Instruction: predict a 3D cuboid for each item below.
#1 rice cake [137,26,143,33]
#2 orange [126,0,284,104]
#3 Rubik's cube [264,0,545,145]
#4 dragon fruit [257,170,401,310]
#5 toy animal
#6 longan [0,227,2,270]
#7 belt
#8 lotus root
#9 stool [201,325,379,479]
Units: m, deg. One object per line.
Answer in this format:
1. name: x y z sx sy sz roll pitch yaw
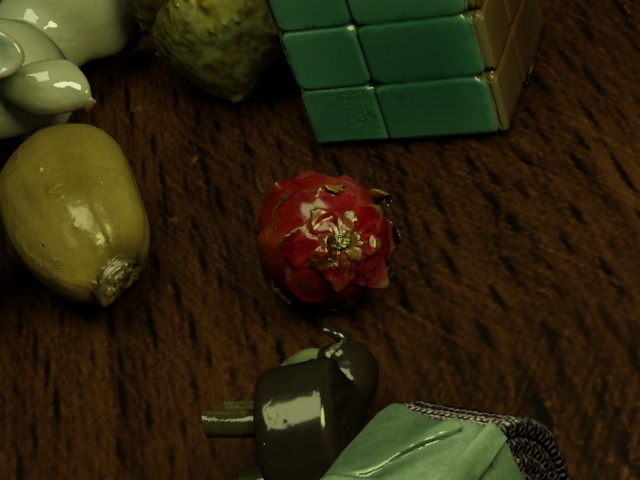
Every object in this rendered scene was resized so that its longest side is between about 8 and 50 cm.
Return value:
1. rice cake: -0.182 -0.302 1.916 0.211 0.034 0.043 -11 46 11
2. orange: -0.126 -0.360 1.735 0.271 0.210 0.368 -33 41 35
3. Rubik's cube: 0.093 -0.256 1.569 0.231 0.224 0.221 -2 40 23
4. dragon fruit: 0.000 0.000 1.378 0.136 0.133 0.166 10 22 -35
5. toy animal: -0.344 -0.225 1.756 0.247 0.183 0.310 -34 18 44
6. longan: -0.440 0.007 1.505 0.246 0.215 0.246 -39 41 45
7. belt: 0.061 0.251 0.907 0.122 0.260 0.324 7 54 34
8. lotus root: -0.259 -0.037 1.531 0.146 0.130 0.303 -24 36 -8
9. stool: -0.018 0.147 1.199 0.121 0.125 0.217 -11 28 15
